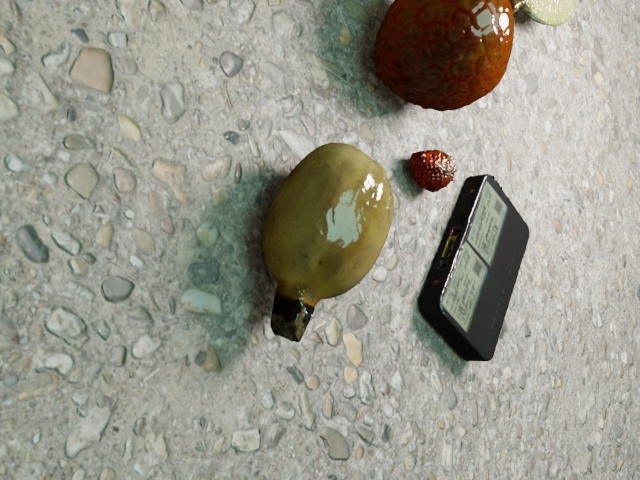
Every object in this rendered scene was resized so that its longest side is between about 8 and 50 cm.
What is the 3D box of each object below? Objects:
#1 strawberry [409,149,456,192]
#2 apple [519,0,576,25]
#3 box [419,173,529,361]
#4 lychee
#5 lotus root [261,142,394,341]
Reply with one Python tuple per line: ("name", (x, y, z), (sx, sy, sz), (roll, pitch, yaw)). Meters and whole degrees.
("strawberry", (0.208, -0.135, 1.340), (0.096, 0.083, 0.083), (33, 63, -29))
("apple", (0.490, -0.601, 1.646), (0.265, 0.120, 0.193), (17, 86, -41))
("box", (0.321, 0.052, 1.450), (0.211, 0.058, 0.350), (46, 56, -30))
("lychee", (0.235, -0.367, 1.279), (0.300, 0.255, 0.255), (-26, 105, -29))
("lotus root", (0.000, 0.000, 1.060), (0.183, 0.183, 0.309), (41, 65, -35))
